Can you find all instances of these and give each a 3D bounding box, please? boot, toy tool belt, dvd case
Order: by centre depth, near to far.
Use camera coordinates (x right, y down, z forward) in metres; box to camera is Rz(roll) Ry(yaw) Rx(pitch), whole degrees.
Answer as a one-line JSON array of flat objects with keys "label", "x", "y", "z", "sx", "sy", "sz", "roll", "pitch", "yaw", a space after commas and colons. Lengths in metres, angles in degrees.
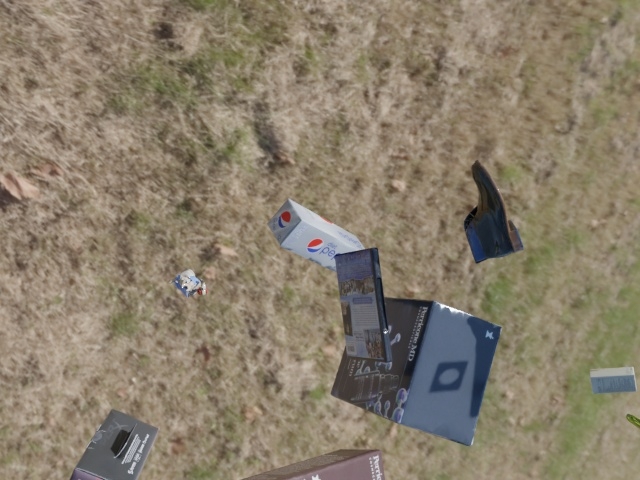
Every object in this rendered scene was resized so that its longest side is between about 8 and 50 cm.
[{"label": "boot", "x": 0.337, "y": -0.054, "z": 1.351, "sx": 0.106, "sy": 0.082, "sz": 0.219, "roll": -25, "pitch": 102, "yaw": 11}, {"label": "toy tool belt", "x": -0.281, "y": 0.098, "z": 1.358, "sx": 0.051, "sy": 0.083, "sz": 0.052, "roll": -19, "pitch": 127, "yaw": -36}, {"label": "dvd case", "x": 0.096, "y": 0.149, "z": 1.480, "sx": 0.022, "sy": 0.180, "sz": 0.253, "roll": -5, "pitch": 86, "yaw": -27}]

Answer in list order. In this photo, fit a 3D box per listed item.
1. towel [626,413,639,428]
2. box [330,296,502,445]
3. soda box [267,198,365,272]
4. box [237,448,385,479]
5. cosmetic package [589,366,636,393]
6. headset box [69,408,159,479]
[{"label": "towel", "x": 0.715, "y": 0.411, "z": 1.382, "sx": 0.021, "sy": 0.102, "sz": 0.237, "roll": -55, "pitch": 146, "yaw": 4}, {"label": "box", "x": 0.230, "y": 0.315, "z": 1.652, "sx": 0.211, "sy": 0.395, "sz": 0.294, "roll": 22, "pitch": 79, "yaw": -20}, {"label": "soda box", "x": 0.000, "y": 0.000, "z": 1.685, "sx": 0.286, "sy": 0.098, "sz": 0.091, "roll": 27, "pitch": 111, "yaw": -43}, {"label": "box", "x": -0.024, "y": 0.573, "z": 1.360, "sx": 0.381, "sy": 0.143, "sz": 0.191, "roll": 2, "pitch": 75, "yaw": -47}, {"label": "cosmetic package", "x": 0.816, "y": 0.390, "z": 1.801, "sx": 0.041, "sy": 0.115, "sz": 0.060, "roll": -53, "pitch": 130, "yaw": -58}, {"label": "headset box", "x": -0.415, "y": 0.478, "z": 1.206, "sx": 0.110, "sy": 0.218, "sz": 0.293, "roll": 25, "pitch": 100, "yaw": -6}]
